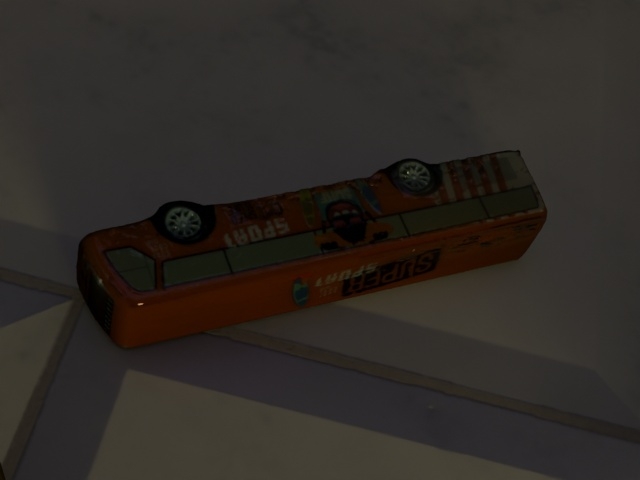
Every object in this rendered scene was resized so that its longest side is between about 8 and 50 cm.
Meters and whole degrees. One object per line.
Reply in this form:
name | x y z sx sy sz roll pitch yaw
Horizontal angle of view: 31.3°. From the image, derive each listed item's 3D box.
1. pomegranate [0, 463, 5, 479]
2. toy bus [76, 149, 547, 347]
pomegranate | -0.322 0.187 0.601 0.333 0.332 0.332 6 50 -7
toy bus | 0.000 0.000 0.980 0.409 0.093 0.092 -12 61 -21
